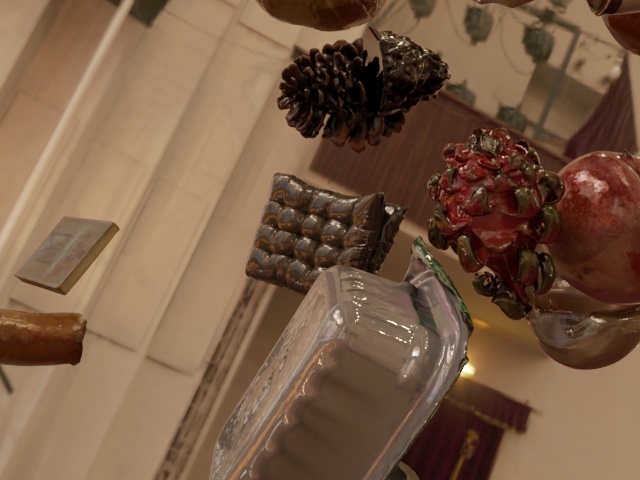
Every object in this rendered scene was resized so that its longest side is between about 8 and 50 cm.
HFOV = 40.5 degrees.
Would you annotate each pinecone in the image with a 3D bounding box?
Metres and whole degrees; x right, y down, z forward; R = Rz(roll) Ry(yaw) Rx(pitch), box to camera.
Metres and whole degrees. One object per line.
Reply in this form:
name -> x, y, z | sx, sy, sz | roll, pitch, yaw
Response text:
pinecone -> 0.040, -0.298, 1.811 | 0.292, 0.246, 0.246 | -12, 14, -38

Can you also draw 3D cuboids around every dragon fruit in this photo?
dragon fruit -> 0.276, -0.032, 1.337 | 0.272, 0.218, 0.198 | 65, 1, 24

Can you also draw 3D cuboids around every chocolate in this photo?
chocolate -> 0.150, -0.284, 1.468 | 0.133, 0.156, 0.156 | -4, -8, -10

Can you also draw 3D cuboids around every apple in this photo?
apple -> 0.585, -0.408, 1.544 | 0.158, 0.156, 0.147 | 16, 15, -4

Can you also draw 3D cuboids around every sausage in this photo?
sausage -> -0.541, 0.158, 1.487 | 0.271, 0.108, 0.109 | 13, -5, -30

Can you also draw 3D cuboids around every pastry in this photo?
pastry -> -0.001, -0.622, 2.035 | 0.356, 0.356, 0.163 | 22, -32, 10

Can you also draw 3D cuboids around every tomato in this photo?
tomato -> 0.489, -0.017, 1.450 | 0.270, 0.270, 0.227 | 28, -53, -16

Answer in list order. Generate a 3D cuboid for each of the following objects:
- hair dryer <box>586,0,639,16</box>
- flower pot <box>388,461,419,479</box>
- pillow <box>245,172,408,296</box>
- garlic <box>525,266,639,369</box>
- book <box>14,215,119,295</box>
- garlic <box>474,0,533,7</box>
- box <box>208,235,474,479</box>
hair dryer -> 0.501, -0.342, 1.150 | 0.362, 0.128, 0.203 | -10, 1, -15
flower pot -> 0.018, 0.396, 1.285 | 0.235, 0.148, 0.235 | 11, 2, 0
pillow -> 0.000, 0.000, 1.661 | 0.101, 0.228, 0.326 | 20, -2, -44
garlic -> 0.584, 0.145, 1.912 | 0.325, 0.278, 0.132 | 0, -8, 34
book -> -0.484, 0.024, 1.639 | 0.231, 0.161, 0.026 | 6, -35, 51
garlic -> 0.414, -0.643, 1.815 | 0.246, 0.340, 0.231 | 35, 20, 20
box -> -0.005, 0.153, 0.800 | 0.106, 0.336, 0.264 | 31, 12, -9
